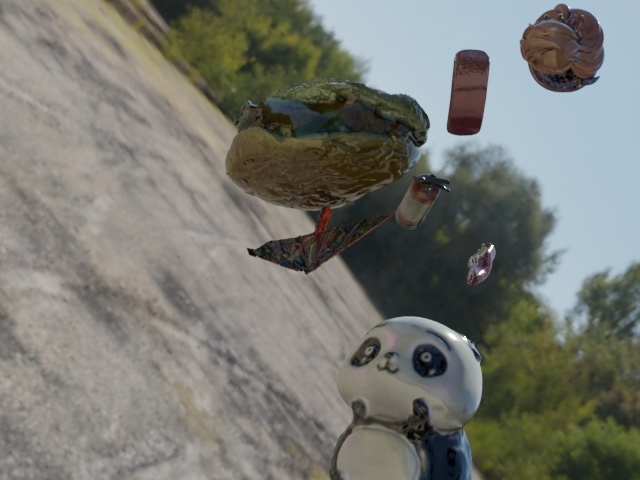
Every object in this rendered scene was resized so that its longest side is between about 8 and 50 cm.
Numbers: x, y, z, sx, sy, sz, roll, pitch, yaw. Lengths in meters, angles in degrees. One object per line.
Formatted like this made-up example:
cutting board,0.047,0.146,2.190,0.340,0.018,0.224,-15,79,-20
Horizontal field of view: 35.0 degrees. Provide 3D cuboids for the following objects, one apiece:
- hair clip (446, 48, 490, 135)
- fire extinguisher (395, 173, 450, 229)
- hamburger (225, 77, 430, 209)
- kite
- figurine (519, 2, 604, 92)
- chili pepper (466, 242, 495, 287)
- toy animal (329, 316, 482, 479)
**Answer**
hair clip,0.219,-0.216,1.512,0.022,0.054,0.137,-90,-177,-61
fire extinguisher,0.163,-0.067,1.623,0.062,0.050,0.177,22,-19,0
hamburger,0.005,-0.124,1.446,0.265,0.134,0.285,14,-16,-26
kite,0.000,0.000,1.508,0.189,0.232,0.009,103,-30,-57
figurine,0.335,-0.273,1.406,0.126,0.114,0.157,64,15,16
chili pepper,0.248,0.042,1.572,0.027,0.045,0.178,53,22,-5
toy animal,0.144,0.281,1.654,0.250,0.310,0.251,14,-8,2
